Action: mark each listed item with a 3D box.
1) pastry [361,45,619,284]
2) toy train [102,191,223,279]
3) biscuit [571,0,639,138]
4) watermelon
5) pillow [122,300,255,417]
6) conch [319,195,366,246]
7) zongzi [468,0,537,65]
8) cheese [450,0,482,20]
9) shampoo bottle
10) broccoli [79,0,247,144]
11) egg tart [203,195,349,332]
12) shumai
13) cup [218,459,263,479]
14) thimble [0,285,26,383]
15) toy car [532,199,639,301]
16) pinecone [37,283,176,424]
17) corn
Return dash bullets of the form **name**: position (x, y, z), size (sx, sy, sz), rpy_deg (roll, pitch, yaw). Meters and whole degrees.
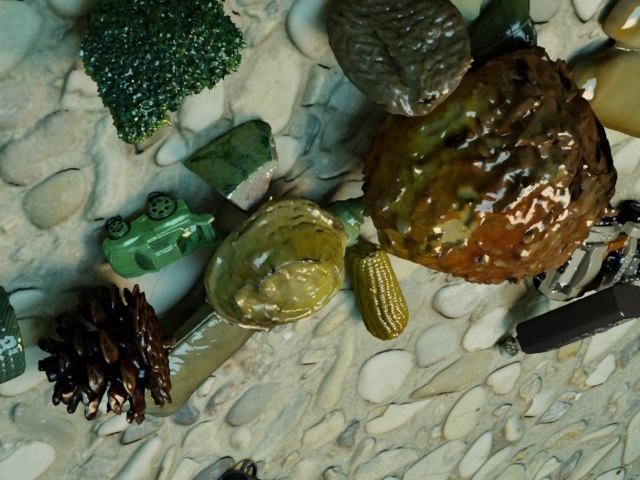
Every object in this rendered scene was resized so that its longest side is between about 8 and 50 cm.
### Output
- **pastry**: position (0.262, -0.111, 1.884), size (0.405, 0.292, 0.337), rpy_deg (10, 138, -37)
- **toy train**: position (-0.220, 0.000, 1.770), size (0.149, 0.081, 0.099), rpy_deg (-31, 142, -12)
- **biscuit**: position (0.529, -0.284, 2.129), size (0.290, 0.062, 0.237), rpy_deg (12, 118, -47)
- **watermelon**: position (-0.120, -0.072, 1.775), size (0.121, 0.098, 0.158), rpy_deg (-13, 139, -30)
- **pillow**: position (-0.173, 0.158, 1.956), size (0.302, 0.075, 0.185), rpy_deg (-44, 162, 3)
- **conch**: position (0.000, -0.004, 1.951), size (0.200, 0.080, 0.095), rpy_deg (-33, 152, 22)
- **zongzi**: position (0.232, -0.318, 1.873), size (0.154, 0.062, 0.131), rpy_deg (-17, 118, -4)
- **cheese**: position (0.180, -0.372, 1.757), size (0.235, 0.050, 0.127), rpy_deg (6, 124, -44)
- **shampoo bottle**: position (0.454, 0.160, 2.391), size (0.098, 0.071, 0.309), rpy_deg (-4, 161, -44)
- **broccoli**: position (-0.193, -0.204, 1.544), size (0.194, 0.194, 0.220), rpy_deg (52, 51, -52)
- **egg tart**: position (-0.048, 0.048, 1.823), size (0.231, 0.098, 0.252), rpy_deg (-29, 141, -14)
- **shumai**: position (0.110, -0.248, 1.732), size (0.166, 0.206, 0.175), rpy_deg (-36, 163, 0)
- **cup**: position (-0.131, 0.441, 2.297), size (0.077, 0.078, 0.100), rpy_deg (29, 76, -56)
- **thimble**: position (-0.440, 0.127, 1.685), size (0.090, 0.118, 0.135), rpy_deg (-17, 153, -20)
- **toy car**: position (0.527, 0.022, 2.390), size (0.301, 0.118, 0.193), rpy_deg (0, 125, -41)
- **pinecone**: position (-0.295, 0.163, 1.786), size (0.207, 0.208, 0.208), rpy_deg (-23, 139, -21)
- **corn**: position (0.095, 0.080, 2.115), size (0.080, 0.080, 0.231), rpy_deg (-31, 140, -12)
